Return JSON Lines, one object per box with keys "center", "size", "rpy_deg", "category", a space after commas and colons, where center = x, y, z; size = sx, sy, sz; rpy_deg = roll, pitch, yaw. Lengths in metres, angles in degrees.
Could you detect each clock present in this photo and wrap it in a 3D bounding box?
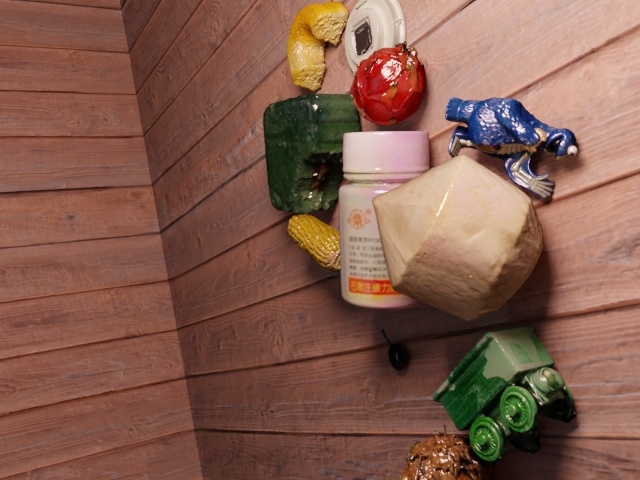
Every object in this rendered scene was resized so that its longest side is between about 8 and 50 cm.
{"center": [0.118, -0.497, 1.644], "size": [0.236, 0.053, 0.237], "rpy_deg": [12, 104, 55], "category": "clock"}

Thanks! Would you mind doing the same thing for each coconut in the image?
{"center": [0.245, -0.009, 1.289], "size": [0.328, 0.328, 0.329], "rpy_deg": [15, 108, 55], "category": "coconut"}

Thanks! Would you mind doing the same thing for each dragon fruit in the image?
{"center": [0.153, -0.348, 1.509], "size": [0.209, 0.172, 0.172], "rpy_deg": [141, 117, -65], "category": "dragon fruit"}

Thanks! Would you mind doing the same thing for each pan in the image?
{"center": [0.189, 0.273, 1.694], "size": [0.115, 0.023, 0.068], "rpy_deg": [64, 143, 23], "category": "pan"}

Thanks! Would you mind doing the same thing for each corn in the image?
{"center": [0.000, 0.000, 1.729], "size": [0.293, 0.106, 0.106], "rpy_deg": [-140, 52, -57], "category": "corn"}

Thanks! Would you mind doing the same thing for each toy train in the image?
{"center": [0.365, 0.312, 1.320], "size": [0.202, 0.145, 0.266], "rpy_deg": [61, 139, 35], "category": "toy train"}

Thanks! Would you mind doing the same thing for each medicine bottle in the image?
{"center": [0.151, -0.052, 1.522], "size": [0.219, 0.219, 0.389], "rpy_deg": [9, 102, 56], "category": "medicine bottle"}

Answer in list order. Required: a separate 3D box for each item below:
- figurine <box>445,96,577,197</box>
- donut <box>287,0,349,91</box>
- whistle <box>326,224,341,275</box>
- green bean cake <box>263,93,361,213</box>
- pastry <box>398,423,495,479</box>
{"center": [0.365, -0.204, 1.269], "size": [0.262, 0.121, 0.164], "rpy_deg": [29, 148, 27], "category": "figurine"}
{"center": [-0.023, -0.551, 1.823], "size": [0.152, 0.101, 0.259], "rpy_deg": [66, 148, 34], "category": "donut"}
{"center": [0.092, 0.012, 1.737], "size": [0.269, 0.093, 0.180], "rpy_deg": [-58, 44, 43], "category": "whistle"}
{"center": [-0.020, -0.230, 1.802], "size": [0.300, 0.169, 0.308], "rpy_deg": [10, 105, 58], "category": "green bean cake"}
{"center": [0.256, 0.529, 1.416], "size": [0.192, 0.275, 0.275], "rpy_deg": [12, 106, 37], "category": "pastry"}
